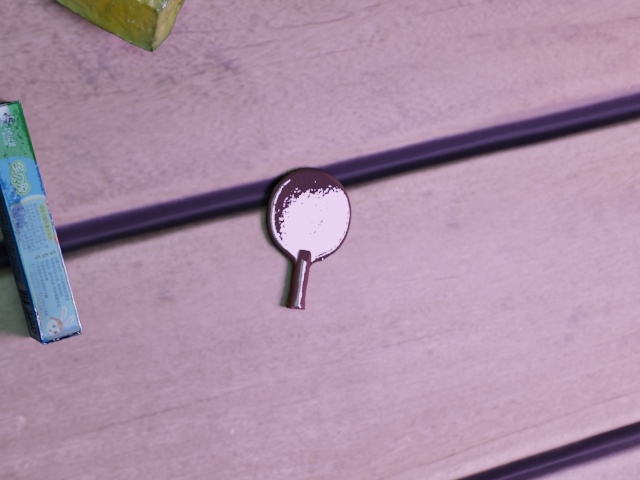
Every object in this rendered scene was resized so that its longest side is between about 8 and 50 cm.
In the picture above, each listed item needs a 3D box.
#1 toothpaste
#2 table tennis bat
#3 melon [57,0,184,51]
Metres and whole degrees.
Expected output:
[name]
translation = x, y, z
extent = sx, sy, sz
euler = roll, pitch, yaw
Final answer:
[toothpaste]
translation = -0.325, -0.020, 1.771
extent = 0.050, 0.065, 0.267
euler = -17, 99, -18
[table tennis bat]
translation = 0.000, 0.000, 1.866
extent = 0.107, 0.119, 0.170
euler = 8, 89, -20
[melon]
translation = -0.271, -0.361, 1.740
extent = 0.323, 0.124, 0.196
euler = 27, 83, -14
